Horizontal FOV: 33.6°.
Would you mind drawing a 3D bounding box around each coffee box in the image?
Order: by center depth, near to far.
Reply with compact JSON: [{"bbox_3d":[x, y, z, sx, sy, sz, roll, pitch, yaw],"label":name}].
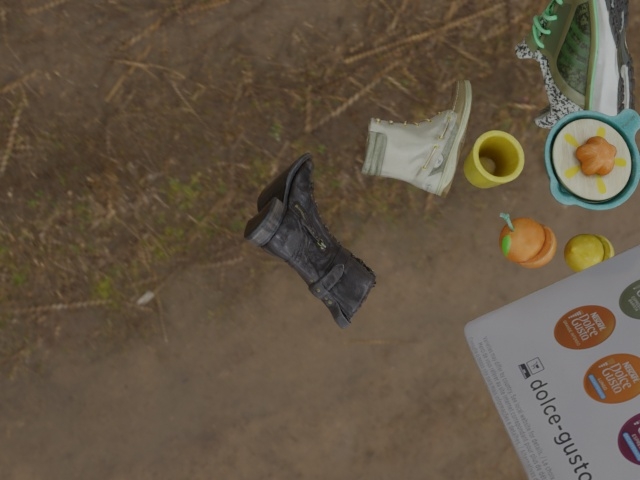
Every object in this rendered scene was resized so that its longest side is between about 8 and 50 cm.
[{"bbox_3d":[0.361,0.212,0.864,0.334,0.337,0.338,-25,125,5],"label":"coffee box"}]

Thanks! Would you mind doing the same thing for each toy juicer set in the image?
[{"bbox_3d":[0.361,-0.068,1.370,0.329,0.089,0.209,-15,80,-17],"label":"toy juicer set"}]

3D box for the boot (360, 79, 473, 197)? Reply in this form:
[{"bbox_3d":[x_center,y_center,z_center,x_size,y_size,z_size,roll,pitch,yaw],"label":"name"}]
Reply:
[{"bbox_3d":[0.164,-0.191,1.797,0.165,0.077,0.213,15,74,3],"label":"boot"}]

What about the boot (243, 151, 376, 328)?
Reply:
[{"bbox_3d":[0.000,0.000,1.713,0.229,0.263,0.091,41,130,-14],"label":"boot"}]

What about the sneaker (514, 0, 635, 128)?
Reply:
[{"bbox_3d":[0.390,-0.331,1.687,0.158,0.182,0.410,-49,135,-51],"label":"sneaker"}]
